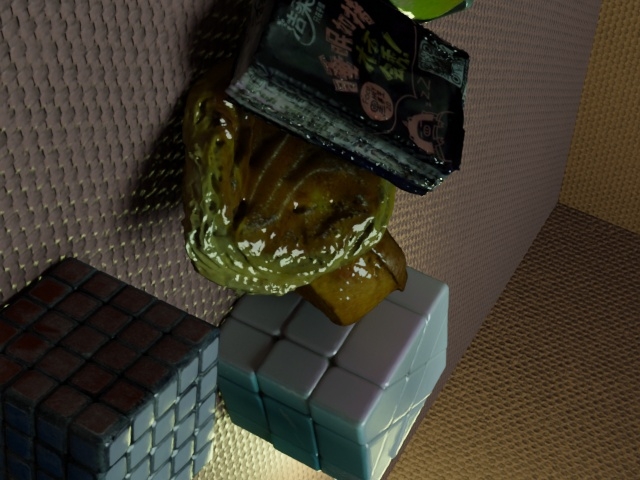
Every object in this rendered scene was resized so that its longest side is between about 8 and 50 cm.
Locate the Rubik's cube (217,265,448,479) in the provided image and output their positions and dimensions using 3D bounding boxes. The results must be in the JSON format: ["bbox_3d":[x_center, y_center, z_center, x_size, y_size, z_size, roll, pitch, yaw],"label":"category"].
[{"bbox_3d":[0.024,0.210,1.963,0.318,0.316,0.322,-56,159,-26],"label":"Rubik's cube"}]

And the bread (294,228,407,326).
[{"bbox_3d":[0.002,0.003,1.741,0.172,0.312,0.312,-47,158,-5],"label":"bread"}]

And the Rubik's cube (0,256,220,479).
[{"bbox_3d":[-0.281,0.204,1.308,0.238,0.237,0.237,-43,151,-46],"label":"Rubik's cube"}]

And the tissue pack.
[{"bbox_3d":[0.046,-0.230,1.480,0.123,0.332,0.245,-39,-149,49],"label":"tissue pack"}]

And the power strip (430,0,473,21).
[{"bbox_3d":[0.149,-0.459,1.764,0.061,0.145,0.215,-36,110,-62],"label":"power strip"}]

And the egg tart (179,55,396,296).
[{"bbox_3d":[-0.055,-0.091,1.517,0.153,0.340,0.351,-30,-115,60],"label":"egg tart"}]

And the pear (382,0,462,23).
[{"bbox_3d":[0.176,-0.506,1.535,0.399,0.165,0.398,-8,102,-46],"label":"pear"}]
